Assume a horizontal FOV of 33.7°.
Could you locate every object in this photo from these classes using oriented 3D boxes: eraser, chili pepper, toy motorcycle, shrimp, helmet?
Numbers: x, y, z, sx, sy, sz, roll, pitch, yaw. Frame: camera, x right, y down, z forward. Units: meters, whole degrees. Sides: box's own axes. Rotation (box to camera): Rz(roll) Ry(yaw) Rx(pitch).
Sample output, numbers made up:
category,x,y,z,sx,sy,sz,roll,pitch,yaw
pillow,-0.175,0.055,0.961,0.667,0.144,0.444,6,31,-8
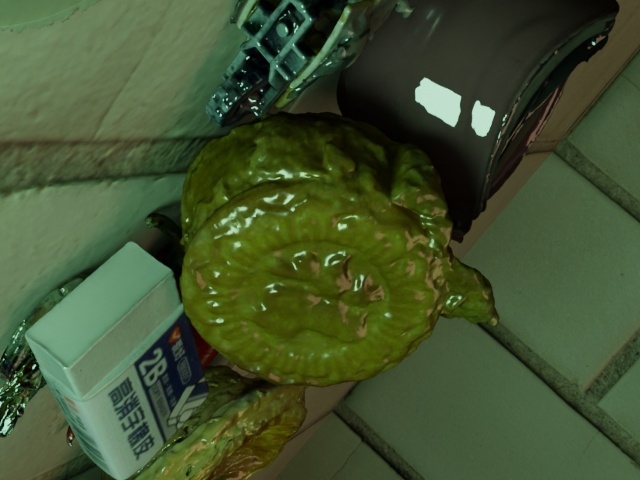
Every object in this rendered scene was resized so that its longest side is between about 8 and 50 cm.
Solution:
category,x,y,z,sx,sy,sz,roll,pitch,yaw
eraser,-0.170,0.110,0.917,0.124,0.068,0.210,-43,153,-25
chili pepper,-0.154,0.095,1.056,0.137,0.092,0.368,-17,147,-38
toy motorcycle,0.003,-0.166,0.774,0.229,0.094,0.130,-45,177,42
shrimp,-0.242,0.093,0.887,0.161,0.034,0.091,-55,157,4
helmet,0.128,-0.152,0.989,0.271,0.197,0.338,-57,174,6

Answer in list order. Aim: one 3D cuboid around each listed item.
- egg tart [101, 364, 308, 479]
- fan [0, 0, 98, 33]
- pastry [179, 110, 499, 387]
category,x,y,z,sx,sy,sz,roll,pitch,yaw
egg tart,-0.171,0.269,1.385,0.352,0.150,0.352,-39,165,-13
fan,-0.073,-0.245,0.446,0.233,0.012,0.414,-37,164,-43
pastry,0.000,0.000,0.879,0.235,0.240,0.132,-24,-143,15
